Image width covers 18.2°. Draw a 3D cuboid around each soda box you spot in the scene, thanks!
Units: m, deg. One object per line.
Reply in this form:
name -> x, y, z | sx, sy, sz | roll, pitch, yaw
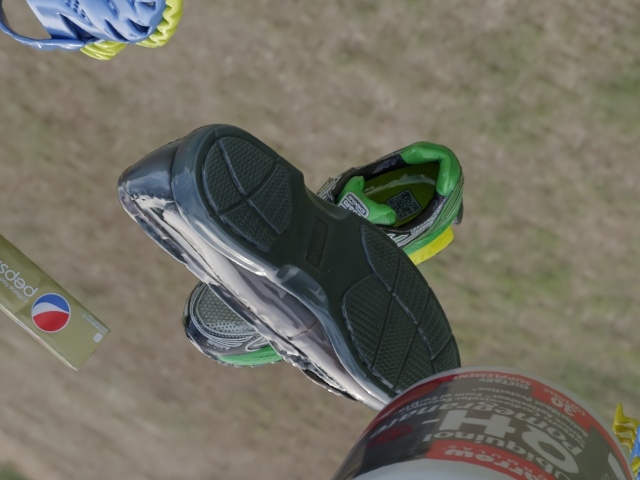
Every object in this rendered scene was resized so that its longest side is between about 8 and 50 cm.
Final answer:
soda box -> -0.309, 0.056, 2.096 | 0.181, 0.058, 0.061 | 42, 169, -14

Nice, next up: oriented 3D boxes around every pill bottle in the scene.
pill bottle -> 0.070, 0.182, 1.031 | 0.176, 0.176, 0.318 | 26, -166, 6

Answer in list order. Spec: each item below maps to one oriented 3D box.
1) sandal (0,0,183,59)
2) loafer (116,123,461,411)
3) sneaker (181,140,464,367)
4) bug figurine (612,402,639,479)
sandal -> -0.222, -0.240, 1.904 | 0.138, 0.126, 0.317 | 3, 169, -25
loafer -> -0.015, 0.023, 1.231 | 0.084, 0.096, 0.267 | -10, 137, 41
sneaker -> 0.000, 0.000, 2.054 | 0.134, 0.343, 0.146 | 49, 163, 19
bug figurine -> 0.288, 0.297, 1.820 | 0.072, 0.279, 0.216 | 8, 141, 4
